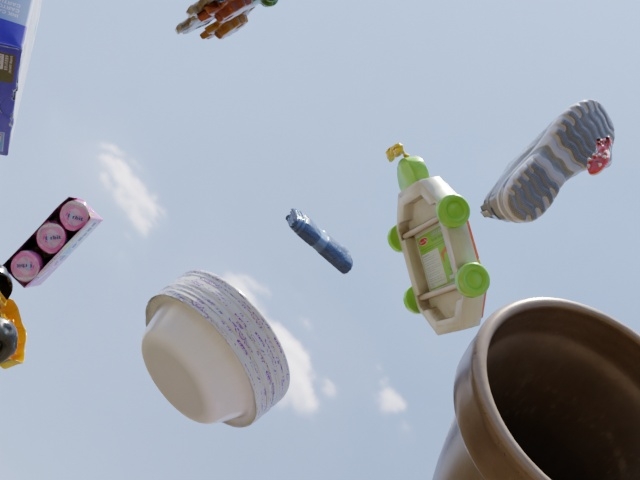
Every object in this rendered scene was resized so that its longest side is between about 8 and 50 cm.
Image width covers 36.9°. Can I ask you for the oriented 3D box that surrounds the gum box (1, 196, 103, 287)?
[{"bbox_3d":[-0.494,-0.001,1.791,0.062,0.188,0.107,44,-2,-1],"label":"gum box"}]

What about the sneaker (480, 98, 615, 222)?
[{"bbox_3d":[0.352,-0.130,1.514,0.105,0.281,0.115,58,-26,-12],"label":"sneaker"}]

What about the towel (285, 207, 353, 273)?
[{"bbox_3d":[0.000,0.000,1.449,0.119,0.029,0.067,41,8,-21],"label":"towel"}]

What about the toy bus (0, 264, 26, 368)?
[{"bbox_3d":[-0.504,0.090,1.197,0.220,0.211,0.149,64,-3,-41],"label":"toy bus"}]

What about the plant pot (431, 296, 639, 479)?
[{"bbox_3d":[0.221,0.224,0.969,0.263,0.263,0.229,39,-47,11],"label":"plant pot"}]

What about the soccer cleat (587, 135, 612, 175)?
[{"bbox_3d":[0.378,-0.107,1.288,0.029,0.083,0.036,-8,-56,31],"label":"soccer cleat"}]

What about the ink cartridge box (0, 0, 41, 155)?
[{"bbox_3d":[-0.538,-0.326,1.534,0.151,0.395,0.270,9,-35,-17],"label":"ink cartridge box"}]

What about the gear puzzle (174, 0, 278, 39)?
[{"bbox_3d":[-0.092,-0.298,1.201,0.044,0.175,0.339,59,-18,-7],"label":"gear puzzle"}]

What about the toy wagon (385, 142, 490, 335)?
[{"bbox_3d":[0.195,-0.009,1.676,0.267,0.068,0.344,146,-69,-71],"label":"toy wagon"}]

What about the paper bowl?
[{"bbox_3d":[-0.201,0.204,1.673,0.284,0.148,0.284,32,-39,30],"label":"paper bowl"}]
